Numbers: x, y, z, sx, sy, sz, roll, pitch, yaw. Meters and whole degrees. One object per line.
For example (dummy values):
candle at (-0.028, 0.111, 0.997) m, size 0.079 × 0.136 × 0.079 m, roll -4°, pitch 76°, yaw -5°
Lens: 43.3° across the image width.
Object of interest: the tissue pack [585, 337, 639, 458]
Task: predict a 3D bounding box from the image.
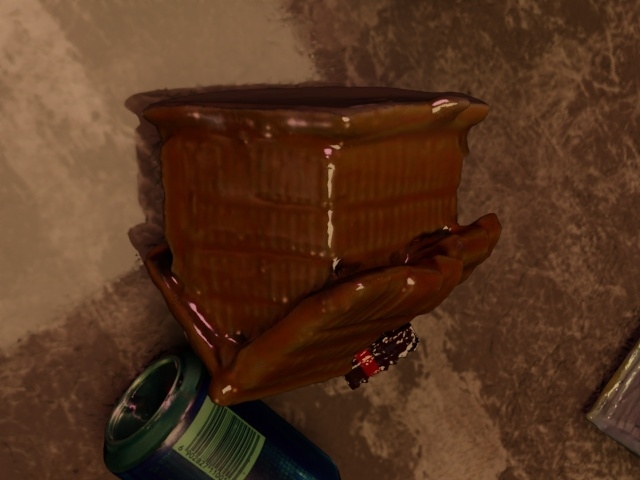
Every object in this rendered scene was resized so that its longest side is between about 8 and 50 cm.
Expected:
tissue pack at (0.521, 0.178, 0.863) m, size 0.388 × 0.162 × 0.287 m, roll 33°, pitch 93°, yaw -23°

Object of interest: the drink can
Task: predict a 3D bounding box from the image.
drink can at (-0.073, 0.188, 0.669) m, size 0.118 × 0.118 × 0.205 m, roll -46°, pitch 113°, yaw -5°

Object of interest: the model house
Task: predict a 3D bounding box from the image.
model house at (0.000, -0.002, 0.615) m, size 0.199 × 0.220 × 0.229 m, roll -11°, pitch 109°, yaw -49°

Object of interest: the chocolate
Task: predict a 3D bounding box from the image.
chocolate at (0.016, 0.045, 0.716) m, size 0.086 × 0.028 × 0.182 m, roll -37°, pitch 109°, yaw -6°
